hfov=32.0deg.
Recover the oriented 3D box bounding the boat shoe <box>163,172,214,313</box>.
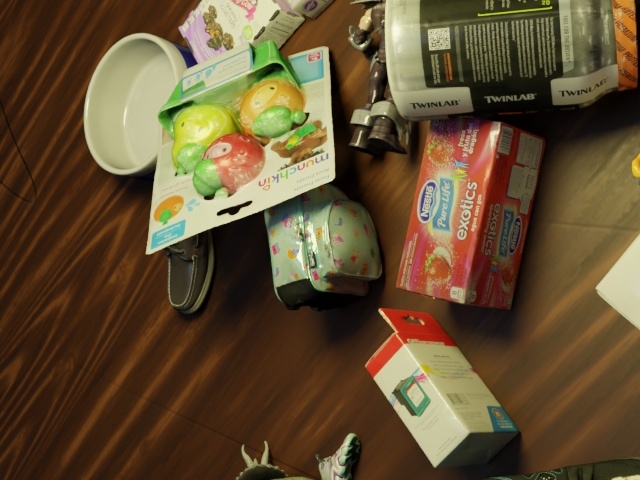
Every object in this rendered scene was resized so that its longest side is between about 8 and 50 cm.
[{"bbox_3d":[-0.244,-0.014,1.979,0.103,0.092,0.285,7,88,41],"label":"boat shoe"}]

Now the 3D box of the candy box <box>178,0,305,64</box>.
[{"bbox_3d":[-0.142,-0.383,1.963,0.196,0.070,0.164,-46,57,26],"label":"candy box"}]

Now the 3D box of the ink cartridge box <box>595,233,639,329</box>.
[{"bbox_3d":[0.465,0.006,1.325,0.100,0.172,0.237,49,114,34],"label":"ink cartridge box"}]

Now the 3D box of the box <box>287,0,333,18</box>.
[{"bbox_3d":[0.068,-0.492,1.807,0.324,0.063,0.067,-38,60,30],"label":"box"}]

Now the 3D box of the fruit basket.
[{"bbox_3d":[-0.134,-0.161,1.767,0.327,0.165,0.353,-21,36,17],"label":"fruit basket"}]

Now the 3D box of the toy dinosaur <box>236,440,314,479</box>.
[{"bbox_3d":[-0.036,0.426,1.722,0.314,0.121,0.160,5,100,45],"label":"toy dinosaur"}]

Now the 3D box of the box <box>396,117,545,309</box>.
[{"bbox_3d":[0.213,-0.039,1.574,0.123,0.128,0.256,13,92,41],"label":"box"}]

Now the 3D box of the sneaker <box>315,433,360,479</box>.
[{"bbox_3d":[0.021,0.341,1.738,0.069,0.038,0.098,17,94,40],"label":"sneaker"}]

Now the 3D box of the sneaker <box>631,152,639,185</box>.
[{"bbox_3d":[0.475,-0.141,1.400,0.084,0.083,0.214,48,112,36],"label":"sneaker"}]

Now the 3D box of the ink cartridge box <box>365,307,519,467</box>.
[{"bbox_3d":[0.159,0.206,1.579,0.078,0.134,0.231,-51,55,23],"label":"ink cartridge box"}]

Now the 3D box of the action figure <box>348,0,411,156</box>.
[{"bbox_3d":[0.110,-0.277,1.724,0.185,0.099,0.284,7,84,48],"label":"action figure"}]

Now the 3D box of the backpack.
[{"bbox_3d":[0.000,0.000,1.723,0.144,0.166,0.188,-29,69,32],"label":"backpack"}]

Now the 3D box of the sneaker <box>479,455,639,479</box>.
[{"bbox_3d":[0.300,0.355,1.434,0.341,0.140,0.125,-20,69,35],"label":"sneaker"}]

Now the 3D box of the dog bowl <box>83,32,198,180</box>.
[{"bbox_3d":[-0.316,-0.244,2.068,0.265,0.104,0.264,-7,79,40],"label":"dog bowl"}]

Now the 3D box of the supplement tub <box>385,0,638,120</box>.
[{"bbox_3d":[0.254,-0.264,1.479,0.316,0.193,0.193,-3,81,14],"label":"supplement tub"}]
